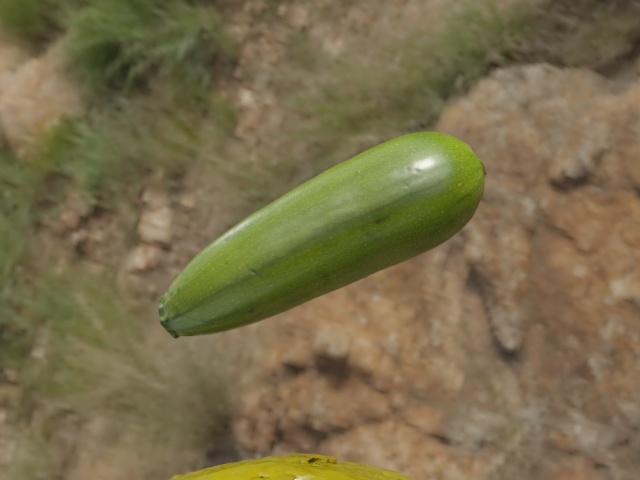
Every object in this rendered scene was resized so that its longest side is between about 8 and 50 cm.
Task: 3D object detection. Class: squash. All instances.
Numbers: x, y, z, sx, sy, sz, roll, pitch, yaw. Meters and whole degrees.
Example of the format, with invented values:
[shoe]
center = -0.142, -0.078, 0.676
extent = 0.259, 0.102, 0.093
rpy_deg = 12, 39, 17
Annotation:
[squash]
center = 0.000, 0.000, 0.988
extent = 0.201, 0.066, 0.066
rpy_deg = -28, 49, 7

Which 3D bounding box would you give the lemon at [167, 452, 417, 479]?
[lemon]
center = -0.013, 0.201, 0.628
extent = 0.260, 0.260, 0.284
rpy_deg = -39, 6, 35
